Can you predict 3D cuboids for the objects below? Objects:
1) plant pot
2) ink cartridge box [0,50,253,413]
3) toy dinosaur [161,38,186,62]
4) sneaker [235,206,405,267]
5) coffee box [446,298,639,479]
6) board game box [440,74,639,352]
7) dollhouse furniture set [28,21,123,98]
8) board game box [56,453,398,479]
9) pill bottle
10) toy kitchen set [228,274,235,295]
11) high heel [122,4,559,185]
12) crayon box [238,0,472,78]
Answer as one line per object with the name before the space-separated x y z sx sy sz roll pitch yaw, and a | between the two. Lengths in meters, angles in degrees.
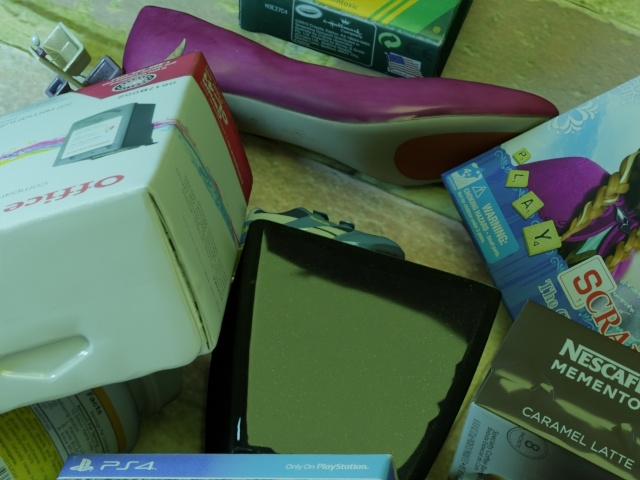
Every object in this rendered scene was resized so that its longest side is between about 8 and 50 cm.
plant pot | 0.007 0.122 1.162 0.187 0.188 0.167 16 54 -4
ink cartridge box | -0.181 -0.010 1.163 0.226 0.131 0.306 -16 20 8
toy dinosaur | -0.172 -0.091 1.354 0.064 0.211 0.112 17 17 -47
sneaker | 0.000 0.000 1.348 0.144 0.053 0.059 6 50 -4
coffee box | 0.164 0.172 1.114 0.141 0.246 0.098 26 55 12
board game box | 0.301 0.008 1.292 0.318 0.066 0.318 -27 57 5
dollhouse furniture set | -0.250 -0.157 1.420 0.091 0.081 0.114 -50 40 5
board game box | -0.079 0.276 0.984 0.232 0.141 0.291 -2 32 14
pill bottle | -0.208 0.134 1.179 0.208 0.117 0.117 -34 64 -27
toy kitchen set | -0.041 0.064 1.288 0.075 0.083 0.068 -3 95 -9
high heel | 0.015 -0.146 1.407 0.377 0.127 0.181 -2 64 -5
crayon box | 0.071 -0.316 1.551 0.202 0.081 0.318 19 61 8
